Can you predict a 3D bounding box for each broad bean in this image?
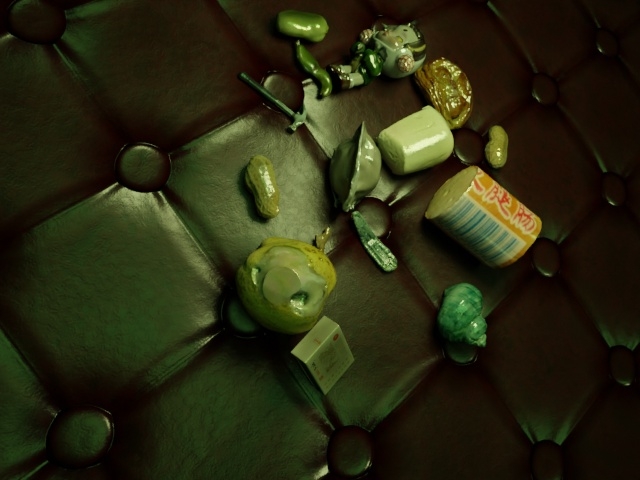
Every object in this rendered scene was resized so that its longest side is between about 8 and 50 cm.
[{"bbox_3d":[-0.027,-0.563,1.469,0.070,0.048,0.213,-29,85,-27],"label":"broad bean"},{"bbox_3d":[-0.058,-0.704,1.460,0.175,0.082,0.124,11,42,-16],"label":"broad bean"}]

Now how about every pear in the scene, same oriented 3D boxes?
[{"bbox_3d":[-0.094,0.116,1.213,0.271,0.271,0.270,4,77,-18],"label":"pear"}]

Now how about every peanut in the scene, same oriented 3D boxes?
[{"bbox_3d":[0.643,-0.345,1.644,0.080,0.080,0.174,15,71,-16],"label":"peanut"},{"bbox_3d":[-0.170,-0.157,1.315,0.094,0.083,0.194,-9,82,-20],"label":"peanut"}]

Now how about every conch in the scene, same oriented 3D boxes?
[{"bbox_3d":[0.457,0.239,1.419,0.196,0.134,0.202,-13,82,-20],"label":"conch"}]

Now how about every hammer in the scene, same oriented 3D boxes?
[{"bbox_3d":[-0.150,-0.452,1.417,0.246,0.029,0.103,39,69,-6],"label":"hammer"}]

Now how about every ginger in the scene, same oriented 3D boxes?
[{"bbox_3d":[-0.001,0.000,1.369,0.048,0.030,0.097,33,70,-40],"label":"ginger"}]

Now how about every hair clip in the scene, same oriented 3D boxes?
[{"bbox_3d":[0.165,0.003,1.422,0.066,0.036,0.229,-38,99,-17],"label":"hair clip"}]

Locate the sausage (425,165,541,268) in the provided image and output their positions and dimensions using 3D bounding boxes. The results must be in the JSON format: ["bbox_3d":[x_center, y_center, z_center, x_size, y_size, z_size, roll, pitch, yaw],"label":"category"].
[{"bbox_3d":[0.523,-0.075,1.459,0.287,0.233,0.233,37,70,-7],"label":"sausage"}]

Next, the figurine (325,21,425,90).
[{"bbox_3d":[0.200,-0.607,1.502,0.370,0.167,0.281,-27,52,-13],"label":"figurine"}]

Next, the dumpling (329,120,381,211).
[{"bbox_3d":[0.124,-0.225,1.369,0.164,0.205,0.292,24,63,-25],"label":"dumpling"}]

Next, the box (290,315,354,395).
[{"bbox_3d":[0.011,0.317,1.227,0.058,0.201,0.141,28,64,37],"label":"box"}]

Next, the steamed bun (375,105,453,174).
[{"bbox_3d":[0.308,-0.312,1.488,0.226,0.170,0.200,-20,53,-6],"label":"steamed bun"}]

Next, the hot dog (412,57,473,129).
[{"bbox_3d":[0.443,-0.523,1.588,0.175,0.114,0.258,-26,87,-21],"label":"hot dog"}]
